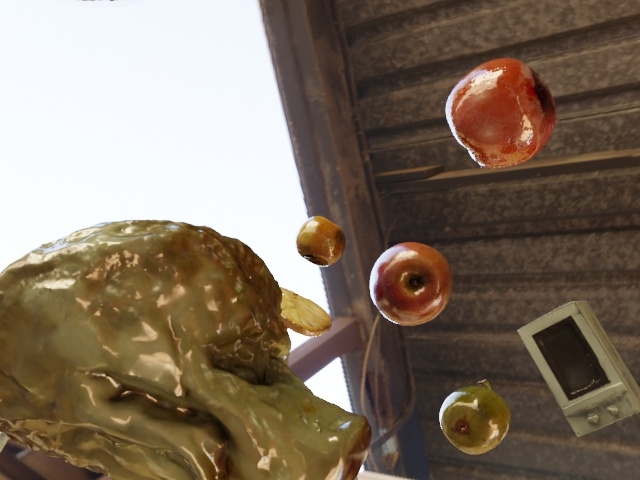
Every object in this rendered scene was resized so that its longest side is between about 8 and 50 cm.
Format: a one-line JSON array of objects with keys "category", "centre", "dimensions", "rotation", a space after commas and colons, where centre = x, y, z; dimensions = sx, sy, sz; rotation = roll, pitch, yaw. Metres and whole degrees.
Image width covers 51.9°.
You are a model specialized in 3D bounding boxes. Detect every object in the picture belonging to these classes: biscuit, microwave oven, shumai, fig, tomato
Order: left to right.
[{"category": "shumai", "centre": [-0.103, 0.118, 0.459], "dimensions": [0.222, 0.272, 0.203], "rotation": [-62, -139, 34]}, {"category": "biscuit", "centre": [-0.064, 0.164, 1.549], "dimensions": [0.203, 0.260, 0.041], "rotation": [26, -81, -19]}, {"category": "fig", "centre": [0.339, 0.383, 1.416], "dimensions": [0.148, 0.186, 0.142], "rotation": [37, -83, 39]}, {"category": "tomato", "centre": [0.350, -0.244, 1.259], "dimensions": [0.184, 0.208, 0.208], "rotation": [-35, -96, 25]}, {"category": "microwave oven", "centre": [0.466, 0.225, 1.178], "dimensions": [0.122, 0.162, 0.208], "rotation": [-33, -110, 23]}]

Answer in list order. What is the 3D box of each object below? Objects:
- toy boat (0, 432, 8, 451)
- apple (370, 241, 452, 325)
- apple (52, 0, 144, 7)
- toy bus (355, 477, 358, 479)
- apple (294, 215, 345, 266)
[{"category": "toy boat", "centre": [-0.482, 0.284, 0.753], "dimensions": [0.330, 0.215, 0.123], "rotation": [-45, -111, -3]}, {"category": "apple", "centre": [0.192, 0.094, 1.403], "dimensions": [0.181, 0.168, 0.180], "rotation": [0, -90, 3]}, {"category": "apple", "centre": [-0.245, -0.416, 0.671], "dimensions": [0.384, 0.374, 0.373], "rotation": [16, -65, 40]}, {"category": "toy bus", "centre": [-0.118, 0.348, 0.815], "dimensions": [0.330, 0.136, 0.108], "rotation": [-20, -108, 15]}, {"category": "apple", "centre": [0.000, 0.000, 1.475], "dimensions": [0.114, 0.101, 0.099], "rotation": [16, -22, 28]}]
